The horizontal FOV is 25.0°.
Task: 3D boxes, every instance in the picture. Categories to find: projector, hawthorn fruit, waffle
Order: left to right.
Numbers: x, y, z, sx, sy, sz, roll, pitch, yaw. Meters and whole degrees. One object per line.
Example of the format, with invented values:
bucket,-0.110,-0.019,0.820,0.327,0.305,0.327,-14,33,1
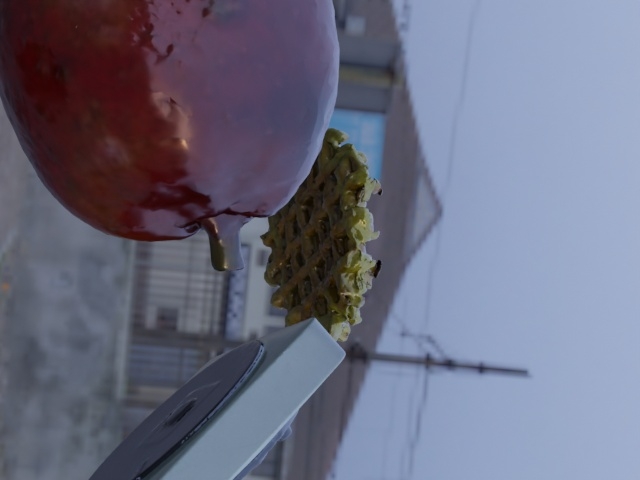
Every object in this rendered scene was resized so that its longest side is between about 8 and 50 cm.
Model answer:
hawthorn fruit,-0.108,-0.125,1.059,0.265,0.265,0.307,-159,-120,-83
projector,-0.117,0.193,1.311,0.259,0.079,0.257,-44,-172,-29
waffle,0.000,0.000,2.038,0.302,0.068,0.324,-140,-126,-58
